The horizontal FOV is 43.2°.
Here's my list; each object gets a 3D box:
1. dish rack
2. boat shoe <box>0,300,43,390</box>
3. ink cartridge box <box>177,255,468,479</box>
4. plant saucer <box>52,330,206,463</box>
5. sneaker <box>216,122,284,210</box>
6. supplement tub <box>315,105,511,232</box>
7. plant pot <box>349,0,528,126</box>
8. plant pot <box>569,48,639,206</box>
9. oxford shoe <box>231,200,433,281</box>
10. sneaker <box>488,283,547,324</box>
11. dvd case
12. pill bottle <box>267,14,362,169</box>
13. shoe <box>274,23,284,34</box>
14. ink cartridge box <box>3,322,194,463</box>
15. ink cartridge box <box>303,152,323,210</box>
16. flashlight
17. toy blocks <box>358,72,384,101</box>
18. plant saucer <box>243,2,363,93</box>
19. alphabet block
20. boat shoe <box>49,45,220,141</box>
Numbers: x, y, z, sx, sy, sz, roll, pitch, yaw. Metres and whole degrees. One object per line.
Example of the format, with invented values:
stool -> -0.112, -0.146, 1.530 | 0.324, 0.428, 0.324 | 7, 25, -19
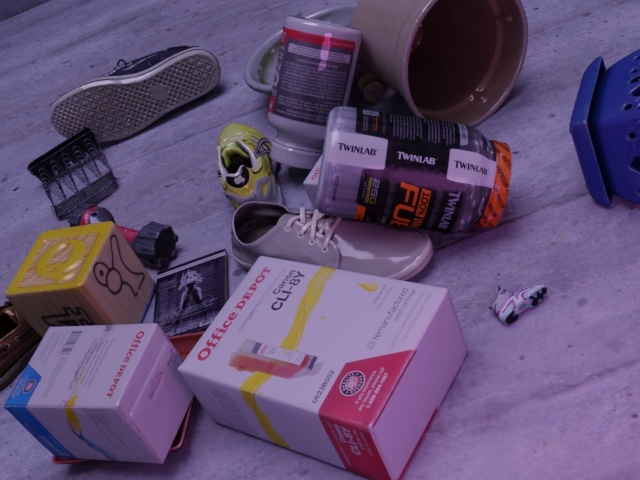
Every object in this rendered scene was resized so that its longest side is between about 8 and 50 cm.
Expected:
dish rack -> -0.663, -0.179, 2.175 | 0.208, 0.074, 0.271 | -35, 40, -4
boat shoe -> -0.640, 0.178, 1.736 | 0.110, 0.104, 0.307 | 2, 45, 29
ink cartridge box -> 0.002, 0.195, 1.332 | 0.384, 0.160, 0.279 | 9, 49, 35
plant saucer -> -0.334, 0.296, 1.486 | 0.258, 0.048, 0.259 | -11, 41, 17
sneaker -> -0.174, -0.192, 1.881 | 0.145, 0.147, 0.385 | -26, 37, 1
supplement tub -> 0.168, -0.127, 1.507 | 0.337, 0.207, 0.207 | 8, 43, -1
plant pot -> 0.234, -0.449, 1.808 | 0.333, 0.334, 0.305 | -35, 40, -13
plant pot -> 0.574, -0.201, 1.435 | 0.212, 0.236, 0.236 | -3, 44, 33
oxford shoe -> 0.000, 0.000, 1.586 | 0.449, 0.130, 0.169 | 6, 44, 30
sneaker -> 0.329, 0.093, 1.374 | 0.098, 0.038, 0.069 | -32, 40, -10
dvd case -> -0.268, 0.118, 1.679 | 0.164, 0.018, 0.221 | -20, 39, 8
pill bottle -> -0.022, -0.329, 1.813 | 0.176, 0.319, 0.176 | 11, 16, -3
shoe -> -0.141, -0.564, 2.360 | 0.076, 0.058, 0.219 | 17, 54, 40
ink cartridge box -> -0.363, 0.259, 1.371 | 0.232, 0.168, 0.171 | -4, 44, 24
ink cartridge box -> 0.087, -0.133, 1.724 | 0.203, 0.086, 0.148 | 6, 48, 32
flashlight -> -0.456, -0.020, 1.871 | 0.304, 0.103, 0.103 | 9, 46, 37
toy blocks -> 0.150, -0.420, 2.045 | 0.123, 0.054, 0.148 | -21, 39, 4
plant saucer -> -0.001, -0.471, 2.102 | 0.400, 0.101, 0.400 | -17, 36, 13
alphabet block -> -0.487, 0.101, 1.670 | 0.193, 0.197, 0.192 | -9, 41, 20
boat shoe -> -0.527, -0.424, 2.317 | 0.500, 0.187, 0.156 | -24, 30, -2
